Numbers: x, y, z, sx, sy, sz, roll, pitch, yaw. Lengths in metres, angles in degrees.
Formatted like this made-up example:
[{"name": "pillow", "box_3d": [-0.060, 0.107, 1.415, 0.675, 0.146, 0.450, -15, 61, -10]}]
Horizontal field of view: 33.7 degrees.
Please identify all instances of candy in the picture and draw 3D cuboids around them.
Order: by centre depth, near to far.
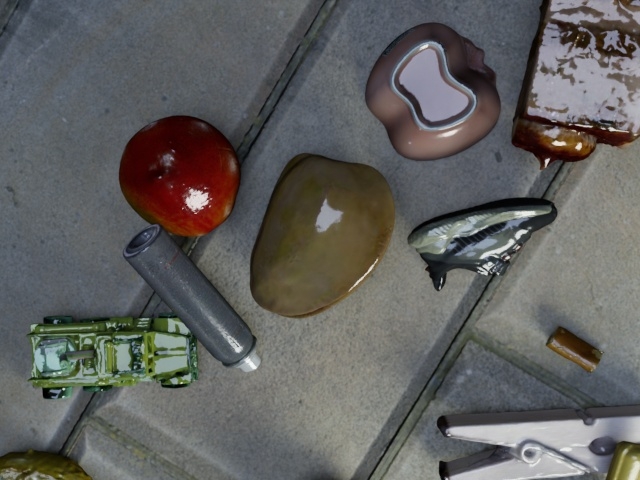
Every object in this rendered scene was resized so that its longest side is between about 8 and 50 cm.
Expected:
[{"name": "candy", "box_3d": [-0.459, 0.461, 1.675, 0.259, 0.118, 0.260, 0, 96, 2]}]

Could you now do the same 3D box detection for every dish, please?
[{"name": "dish", "box_3d": [0.170, -0.227, 1.594, 0.213, 0.090, 0.213, 0, 92, 7]}]

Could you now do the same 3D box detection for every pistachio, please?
[{"name": "pistachio", "box_3d": [0.000, 0.000, 1.586, 0.212, 0.163, 0.261, 25, 97, 38]}]

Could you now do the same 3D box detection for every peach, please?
[{"name": "peach", "box_3d": [-0.211, -0.099, 1.586, 0.197, 0.197, 0.197, 0, 92, 6]}]

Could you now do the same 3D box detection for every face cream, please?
[{"name": "face cream", "box_3d": [-0.185, 0.097, 1.602, 0.073, 0.073, 0.283, -35, 117, 6]}]

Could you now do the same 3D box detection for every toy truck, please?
[{"name": "toy truck", "box_3d": [-0.319, 0.180, 1.627, 0.259, 0.135, 0.128, -2, 90, -6]}]

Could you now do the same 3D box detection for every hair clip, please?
[{"name": "hair clip", "box_3d": [0.342, 0.304, 1.597, 0.330, 0.085, 0.101, -5, 93, 0]}]

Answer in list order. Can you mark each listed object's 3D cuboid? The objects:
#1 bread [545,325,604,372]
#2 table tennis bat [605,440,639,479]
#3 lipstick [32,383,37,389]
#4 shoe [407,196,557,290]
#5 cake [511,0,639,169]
[{"name": "bread", "box_3d": [0.386, 0.167, 1.609, 0.083, 0.047, 0.036, 32, 125, 6]}, {"name": "table tennis bat", "box_3d": [0.409, 0.438, 1.560, 0.198, 0.050, 0.321, 9, 108, -26]}, {"name": "lipstick", "box_3d": [-0.438, 0.192, 1.703, 0.025, 0.025, 0.107, 27, 94, 4]}, {"name": "shoe", "box_3d": [0.248, 0.004, 1.597, 0.227, 0.099, 0.112, -12, 97, 10]}, {"name": "cake", "box_3d": [0.389, -0.235, 1.517, 0.198, 0.196, 0.293, 14, 92, 4]}]
